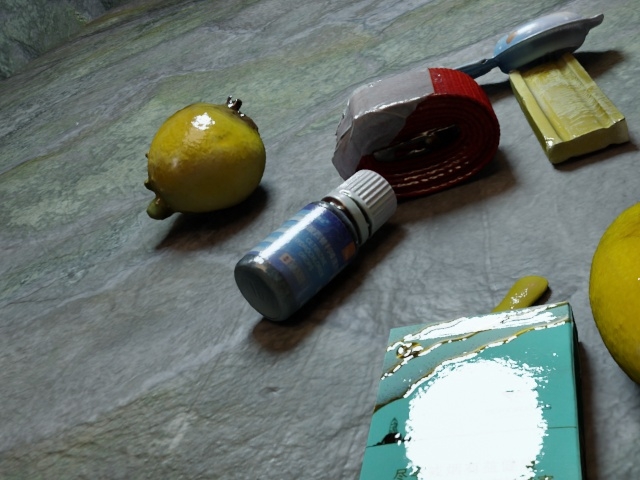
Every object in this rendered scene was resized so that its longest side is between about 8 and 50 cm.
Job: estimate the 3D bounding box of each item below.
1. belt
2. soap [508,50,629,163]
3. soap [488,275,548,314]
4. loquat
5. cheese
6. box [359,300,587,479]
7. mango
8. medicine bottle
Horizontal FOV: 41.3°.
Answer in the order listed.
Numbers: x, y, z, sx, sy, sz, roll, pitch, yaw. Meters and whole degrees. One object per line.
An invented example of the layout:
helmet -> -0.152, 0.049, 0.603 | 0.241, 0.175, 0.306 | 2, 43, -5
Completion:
belt -> 0.114, -0.136, 1.045 | 0.200, 0.128, 0.124 | -14, 28, 10
soap -> 0.304, -0.171, 1.064 | 0.092, 0.037, 0.252 | -18, 28, 11
soap -> 0.178, 0.059, 0.779 | 0.034, 0.012, 0.089 | 9, 41, 45
loquat -> -0.167, -0.107, 1.185 | 0.204, 0.149, 0.172 | -43, 32, -6
cheese -> 0.278, -0.266, 1.197 | 0.244, 0.052, 0.135 | -20, -6, 15
box -> 0.118, 0.141, 0.649 | 0.162, 0.041, 0.229 | -11, 30, 20
mango -> 0.290, 0.038, 0.624 | 0.176, 0.119, 0.317 | -20, 21, 8
medicine bottle -> 0.000, 0.000, 0.940 | 0.083, 0.083, 0.203 | 10, 41, 46
